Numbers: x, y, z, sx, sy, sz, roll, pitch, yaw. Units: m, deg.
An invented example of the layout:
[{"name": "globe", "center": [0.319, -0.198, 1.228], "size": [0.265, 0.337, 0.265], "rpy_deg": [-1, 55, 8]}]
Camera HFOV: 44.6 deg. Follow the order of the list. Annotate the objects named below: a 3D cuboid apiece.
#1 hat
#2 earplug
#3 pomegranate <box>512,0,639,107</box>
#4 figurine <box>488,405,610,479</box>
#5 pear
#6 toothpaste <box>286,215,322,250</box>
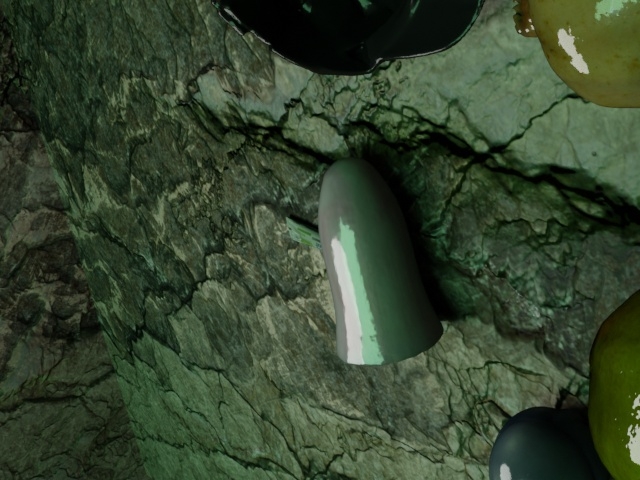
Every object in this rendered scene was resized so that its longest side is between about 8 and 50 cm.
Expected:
[{"name": "hat", "center": [0.054, -0.341, 0.934], "size": [0.336, 0.208, 0.238], "rpy_deg": [0, 138, 35]}, {"name": "earplug", "center": [0.074, 0.018, 1.192], "size": [0.172, 0.172, 0.301], "rpy_deg": [4, 112, 53]}, {"name": "pomegranate", "center": [0.276, -0.212, 0.663], "size": [0.207, 0.207, 0.207], "rpy_deg": [34, 141, 34]}, {"name": "figurine", "center": [0.321, 0.359, 1.115], "size": [0.175, 0.197, 0.264], "rpy_deg": [2, 117, 26]}, {"name": "pear", "center": [0.399, 0.162, 0.763], "size": [0.269, 0.269, 0.321], "rpy_deg": [67, 166, -13]}, {"name": "toothpaste", "center": [0.000, 0.000, 1.383], "size": [0.197, 0.029, 0.048], "rpy_deg": [22, 133, 48]}]
